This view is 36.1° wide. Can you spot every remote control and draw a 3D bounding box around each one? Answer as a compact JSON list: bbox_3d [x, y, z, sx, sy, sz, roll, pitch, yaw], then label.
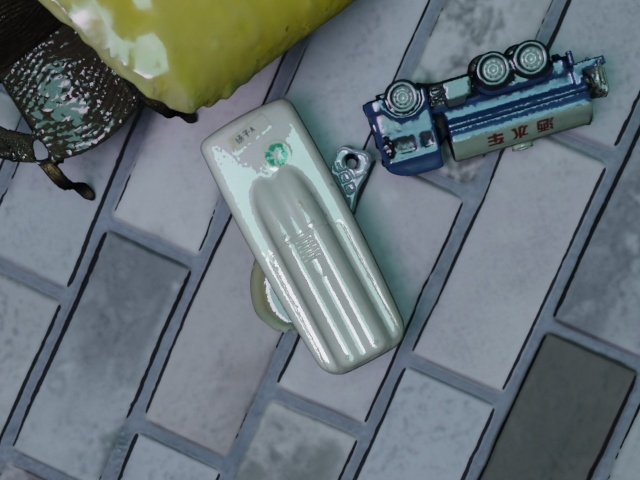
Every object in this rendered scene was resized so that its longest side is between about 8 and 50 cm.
[{"bbox_3d":[-0.013,-0.002,0.810,0.090,0.049,0.230,-29,84,4],"label":"remote control"}]

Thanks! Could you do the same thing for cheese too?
[{"bbox_3d":[0.006,0.005,0.857,0.092,0.047,0.171,40,94,3],"label":"cheese"}]

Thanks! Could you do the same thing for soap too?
[{"bbox_3d":[-0.080,-0.294,0.758,0.306,0.115,0.427,41,61,2],"label":"soap"}]

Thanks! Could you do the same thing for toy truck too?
[{"bbox_3d":[0.140,-0.114,0.835,0.201,0.074,0.088,-16,99,5],"label":"toy truck"}]

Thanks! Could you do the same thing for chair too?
[{"bbox_3d":[-0.216,-0.137,0.796,0.174,0.213,0.149,-35,82,6],"label":"chair"}]
